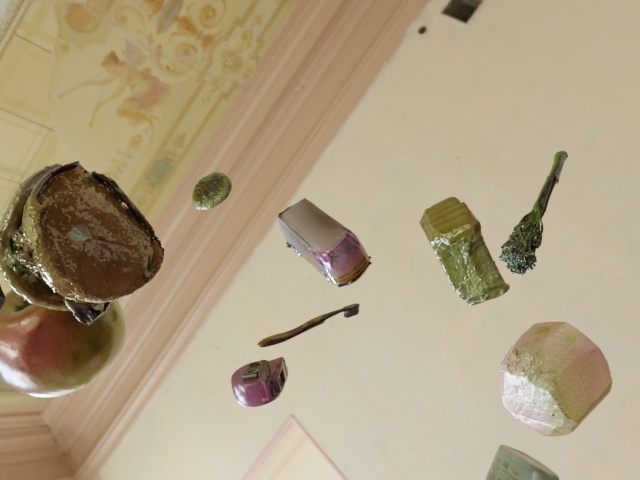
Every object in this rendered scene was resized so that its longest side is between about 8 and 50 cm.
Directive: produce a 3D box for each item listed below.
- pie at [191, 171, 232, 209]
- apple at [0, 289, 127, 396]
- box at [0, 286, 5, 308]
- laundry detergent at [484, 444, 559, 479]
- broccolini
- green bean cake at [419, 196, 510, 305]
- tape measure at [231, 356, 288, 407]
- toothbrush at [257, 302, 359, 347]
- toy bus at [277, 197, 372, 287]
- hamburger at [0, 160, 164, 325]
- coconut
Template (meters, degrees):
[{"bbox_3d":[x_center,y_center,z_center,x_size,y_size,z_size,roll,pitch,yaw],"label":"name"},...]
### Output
[{"bbox_3d":[-0.205,-0.092,1.006,0.085,0.085,0.017,-45,-36,-7],"label":"pie"},{"bbox_3d":[-0.646,0.218,1.321,0.319,0.319,0.277,-32,-59,-26],"label":"apple"},{"bbox_3d":[-0.623,0.120,0.958,0.069,0.084,0.122,24,-77,-50],"label":"box"},{"bbox_3d":[0.442,0.645,1.264,0.215,0.105,0.280,156,139,-82],"label":"laundry detergent"},{"bbox_3d":[0.323,-0.052,0.800,0.239,0.051,0.054,-58,15,-27],"label":"broccolini"},{"bbox_3d":[0.357,0.027,1.365,0.124,0.233,0.236,-27,-70,8],"label":"green bean cake"},{"bbox_3d":[-0.138,0.312,1.203,0.118,0.125,0.074,-11,-76,6],"label":"tape measure"},{"bbox_3d":[-0.017,0.190,1.221,0.321,0.023,0.031,-11,-76,-45],"label":"toothbrush"},{"bbox_3d":[0.000,0.000,1.831,0.171,0.386,0.162,-41,-50,-8],"label":"toy bus"},{"bbox_3d":[-0.506,0.008,1.122,0.318,0.195,0.276,61,-141,-25],"label":"hamburger"},{"bbox_3d":[0.563,0.315,1.296,0.245,0.233,0.233,-34,-35,-30],"label":"coconut"}]
